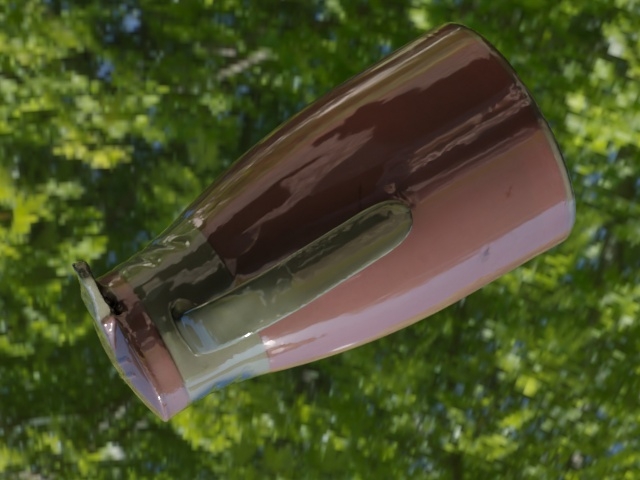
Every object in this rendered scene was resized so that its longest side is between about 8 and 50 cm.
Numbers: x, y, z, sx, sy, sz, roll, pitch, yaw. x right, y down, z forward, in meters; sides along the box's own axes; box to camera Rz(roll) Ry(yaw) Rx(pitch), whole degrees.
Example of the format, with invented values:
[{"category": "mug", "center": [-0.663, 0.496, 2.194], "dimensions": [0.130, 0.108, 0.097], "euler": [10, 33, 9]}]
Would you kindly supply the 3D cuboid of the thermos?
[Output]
[{"category": "thermos", "center": [0.000, 0.000, 0.903], "dimensions": [0.265, 0.176, 0.146], "euler": [-30, -85, -15]}]
